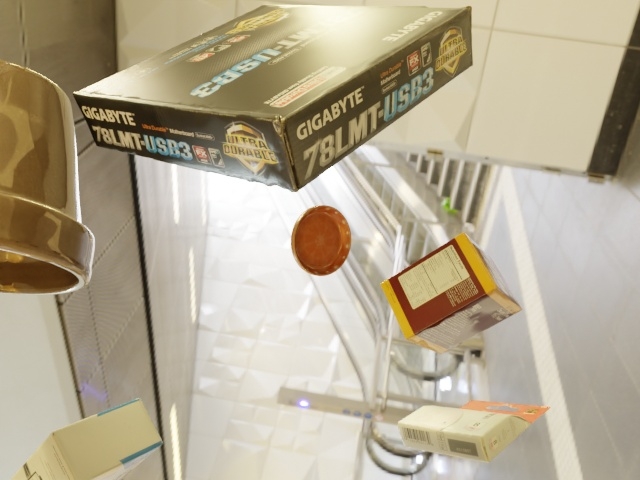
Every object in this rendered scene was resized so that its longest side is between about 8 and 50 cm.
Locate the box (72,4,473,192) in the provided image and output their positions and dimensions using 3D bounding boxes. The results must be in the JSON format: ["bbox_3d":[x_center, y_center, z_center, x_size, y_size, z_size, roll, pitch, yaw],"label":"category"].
[{"bbox_3d":[-0.044,-0.167,0.610,0.295,0.294,0.073,-40,-50,-35],"label":"box"}]

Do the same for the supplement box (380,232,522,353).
[{"bbox_3d":[0.262,0.112,1.184,0.191,0.194,0.129,30,-148,-53],"label":"supplement box"}]

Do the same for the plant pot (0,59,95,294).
[{"bbox_3d":[-0.383,-0.075,0.680,0.263,0.263,0.229,84,-171,-73],"label":"plant pot"}]

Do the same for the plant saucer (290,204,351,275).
[{"bbox_3d":[0.000,0.000,0.699,0.013,0.084,0.083,7,87,54],"label":"plant saucer"}]

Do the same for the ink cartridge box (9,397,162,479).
[{"bbox_3d":[-0.356,0.337,0.889,0.203,0.085,0.148,-45,-19,31],"label":"ink cartridge box"}]

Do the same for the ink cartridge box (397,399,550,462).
[{"bbox_3d":[0.291,0.332,1.127,0.232,0.189,0.066,-22,-82,-41],"label":"ink cartridge box"}]
